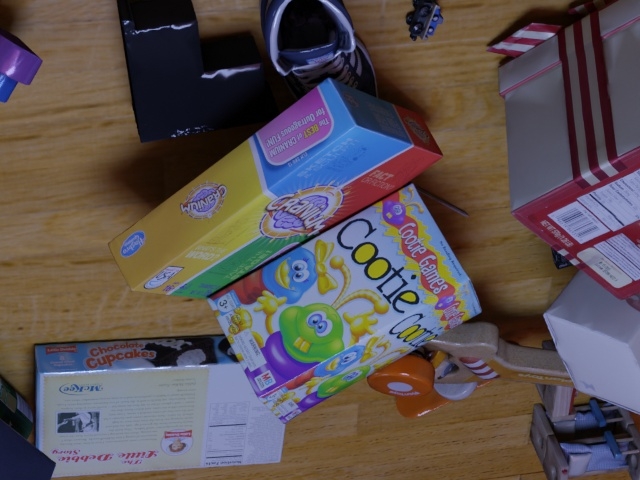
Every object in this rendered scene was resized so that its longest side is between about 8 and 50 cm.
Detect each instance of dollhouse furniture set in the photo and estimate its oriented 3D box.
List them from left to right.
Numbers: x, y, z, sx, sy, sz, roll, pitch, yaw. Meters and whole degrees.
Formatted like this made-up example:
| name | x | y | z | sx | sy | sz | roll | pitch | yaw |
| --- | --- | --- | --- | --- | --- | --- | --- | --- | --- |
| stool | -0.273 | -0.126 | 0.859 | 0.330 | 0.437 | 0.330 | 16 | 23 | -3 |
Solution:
| name | x | y | z | sx | sy | sz | roll | pitch | yaw |
| --- | --- | --- | --- | --- | --- | --- | --- | --- | --- |
| dollhouse furniture set | 0.372 | 0.239 | 2.156 | 0.129 | 0.129 | 0.183 | -7 | 130 | -10 |

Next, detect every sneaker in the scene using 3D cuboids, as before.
| name | x | y | z | sx | sy | sz | roll | pitch | yaw |
| --- | --- | --- | --- | --- | --- | --- | --- | --- | --- |
| sneaker | 0.002 | -0.191 | 1.692 | 0.099 | 0.153 | 0.282 | -22 | 131 | 4 |

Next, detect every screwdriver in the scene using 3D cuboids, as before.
| name | x | y | z | sx | sy | sz | roll | pitch | yaw |
| --- | --- | --- | --- | --- | --- | --- | --- | --- | --- |
| screwdriver | 0.119 | -0.057 | 1.920 | 0.170 | 0.024 | 0.025 | 31 | 86 | -35 |

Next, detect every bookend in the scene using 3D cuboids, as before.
| name | x | y | z | sx | sy | sz | roll | pitch | yaw |
| --- | --- | --- | --- | --- | --- | --- | --- | --- | --- |
| bookend | -0.131 | -0.199 | 1.704 | 0.156 | 0.072 | 0.157 | -11 | 130 | -7 |

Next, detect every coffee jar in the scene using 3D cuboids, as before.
| name | x | y | z | sx | sy | sz | roll | pitch | yaw |
| --- | --- | --- | --- | --- | --- | --- | --- | --- | --- |
| coffee jar | -0.434 | 0.185 | 1.933 | 0.096 | 0.079 | 0.184 | -25 | 130 | 8 |

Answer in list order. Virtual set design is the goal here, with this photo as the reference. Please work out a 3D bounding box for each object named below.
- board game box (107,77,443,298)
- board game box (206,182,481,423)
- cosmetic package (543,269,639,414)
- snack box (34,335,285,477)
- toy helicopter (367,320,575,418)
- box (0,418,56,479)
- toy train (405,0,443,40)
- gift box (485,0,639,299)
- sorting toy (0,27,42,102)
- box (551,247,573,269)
| name | x | y | z | sx | sy | sz | roll | pitch | yaw |
| --- | --- | --- | --- | --- | --- | --- | --- | --- | --- |
| board game box | -0.046 | -0.047 | 1.768 | 0.316 | 0.064 | 0.242 | -36 | 161 | 20 |
| board game box | 0.031 | 0.076 | 1.868 | 0.275 | 0.144 | 0.142 | -30 | 159 | 0 |
| cosmetic package | 0.420 | 0.050 | 1.919 | 0.296 | 0.129 | 0.153 | -49 | 133 | -21 |
| snack box | -0.202 | 0.211 | 2.027 | 0.322 | 0.060 | 0.187 | -2 | 128 | -13 |
| toy helicopter | 0.221 | 0.163 | 2.033 | 0.355 | 0.140 | 0.235 | 7 | 155 | 1 |
| box | -0.525 | 0.263 | 1.836 | 0.296 | 0.182 | 0.294 | -8 | 138 | 35 |
| toy train | 0.134 | -0.286 | 1.734 | 0.036 | 0.027 | 0.158 | 2 | 128 | -30 |
| gift box | 0.335 | -0.118 | 1.781 | 0.276 | 0.258 | 0.255 | -23 | 136 | 30 |
| sorting toy | -0.457 | -0.211 | 1.553 | 0.365 | 0.127 | 0.126 | 28 | 98 | -31 |
| box | 0.335 | -0.003 | 2.021 | 0.083 | 0.018 | 0.067 | -17 | 130 | -1 |
